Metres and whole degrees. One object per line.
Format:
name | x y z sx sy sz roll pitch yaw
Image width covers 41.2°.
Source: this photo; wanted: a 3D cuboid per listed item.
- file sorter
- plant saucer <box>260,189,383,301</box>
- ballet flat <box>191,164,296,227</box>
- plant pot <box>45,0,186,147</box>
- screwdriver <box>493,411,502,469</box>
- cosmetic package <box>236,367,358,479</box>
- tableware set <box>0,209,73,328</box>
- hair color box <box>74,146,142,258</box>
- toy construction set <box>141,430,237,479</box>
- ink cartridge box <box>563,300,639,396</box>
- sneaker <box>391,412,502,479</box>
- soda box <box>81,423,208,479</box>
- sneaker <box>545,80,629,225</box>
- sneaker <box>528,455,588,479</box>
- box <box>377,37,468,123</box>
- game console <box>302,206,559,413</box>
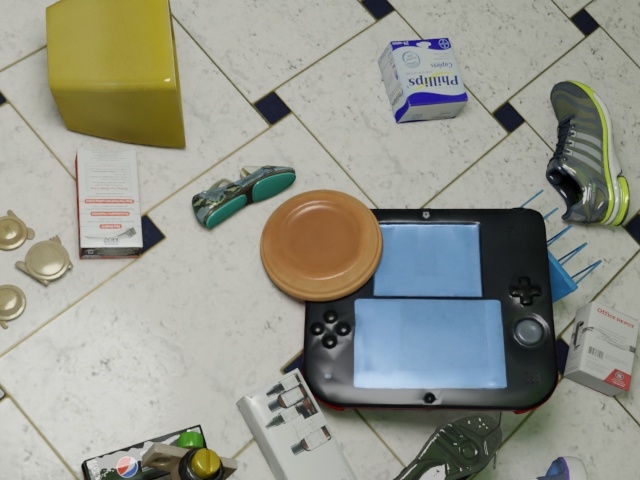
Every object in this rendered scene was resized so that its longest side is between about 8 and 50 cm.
file sorter | 0.385 0.014 1.486 0.104 0.118 0.170 -33 82 -29
plant saucer | 0.000 0.000 1.367 0.200 0.037 0.200 -2 63 4
ballet flat | -0.128 -0.088 1.393 0.188 0.070 0.070 -28 80 -29
plant pot | -0.319 -0.273 1.334 0.187 0.212 0.212 -7 71 -7
screwdriver | 0.300 0.291 1.401 0.025 0.024 0.169 2 67 13
cosmetic package | -0.024 0.320 1.262 0.099 0.060 0.239 -25 78 -24
tableware set | -0.463 0.036 1.255 0.141 0.020 0.168 42 64 4
hair color box | -0.329 -0.058 1.318 0.093 0.053 0.167 0 68 -19
toy construction set | -0.231 0.382 1.102 0.309 0.257 0.237 -1 54 -10
ink cartridge box | 0.490 0.188 1.484 0.099 0.056 0.135 24 64 -8
sneaker | 0.170 0.346 1.267 0.227 0.130 0.087 -42 76 -14
soda box | -0.244 0.310 1.193 0.169 0.060 0.053 -13 76 -23
sneaker | 0.480 -0.166 1.598 0.121 0.111 0.299 -6 69 -16
sneaker | 0.271 0.431 1.276 0.236 0.130 0.323 7 33 14
box | 0.189 -0.295 1.571 0.126 0.072 0.137 -9 73 -20
game console | 0.169 0.102 1.345 0.387 0.060 0.342 0 69 4
